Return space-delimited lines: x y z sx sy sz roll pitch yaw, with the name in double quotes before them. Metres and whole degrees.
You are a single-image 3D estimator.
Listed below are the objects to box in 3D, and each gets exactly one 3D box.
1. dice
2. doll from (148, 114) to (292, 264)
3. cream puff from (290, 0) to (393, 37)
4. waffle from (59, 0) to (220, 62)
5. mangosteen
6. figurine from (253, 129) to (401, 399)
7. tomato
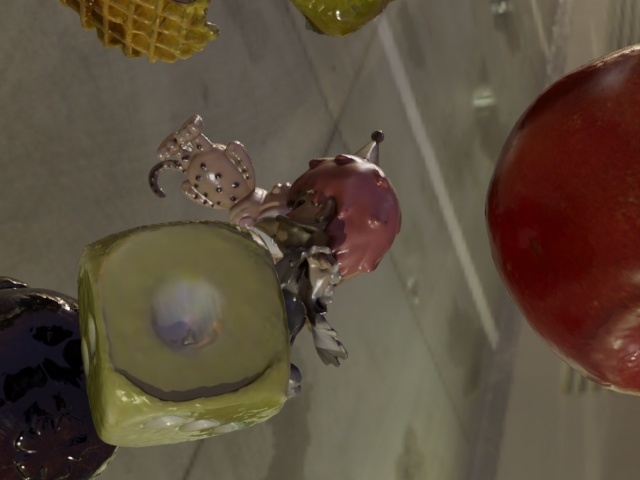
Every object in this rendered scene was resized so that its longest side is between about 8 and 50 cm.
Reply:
"dice" -0.127 0.087 0.933 0.169 0.166 0.169 126 -44 -64
"doll" -0.130 -0.064 1.577 0.278 0.154 0.119 38 27 -13
"cream puff" 0.045 -0.423 1.234 0.378 0.275 0.378 -6 105 -23
"waffle" -0.300 -0.374 1.558 0.283 0.309 0.065 56 51 -40
"mangosteen" -0.402 0.199 1.332 0.330 0.330 0.330 -5 90 -65
"figurine" 0.000 0.000 1.233 0.207 0.166 0.387 87 22 -62
"tomato" 0.320 -0.018 0.967 0.289 0.325 0.293 -13 63 -26
